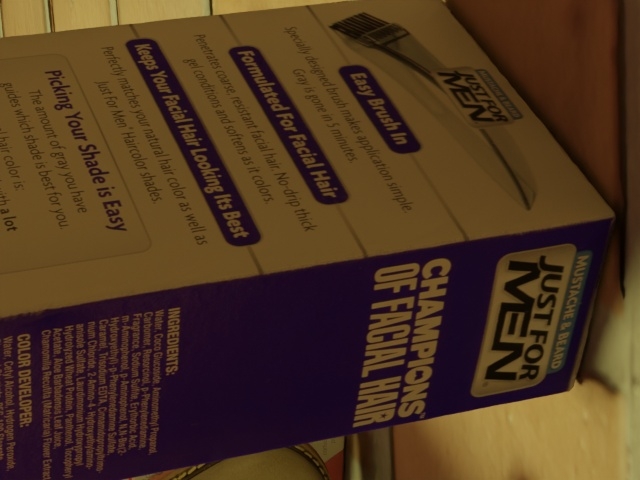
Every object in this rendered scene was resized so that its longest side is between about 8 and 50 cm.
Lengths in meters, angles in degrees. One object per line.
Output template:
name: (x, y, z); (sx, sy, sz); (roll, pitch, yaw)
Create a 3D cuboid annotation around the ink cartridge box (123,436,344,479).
ink cartridge box: (-0.088, 0.131, 1.011); (0.067, 0.198, 0.115); (-132, 38, -58)

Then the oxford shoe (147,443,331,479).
oxford shoe: (-0.109, 0.278, 0.916); (0.140, 0.397, 0.146); (42, 169, -24)

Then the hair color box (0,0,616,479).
hair color box: (-0.074, -0.002, 0.701); (0.185, 0.338, 0.110); (-120, 27, -46)
